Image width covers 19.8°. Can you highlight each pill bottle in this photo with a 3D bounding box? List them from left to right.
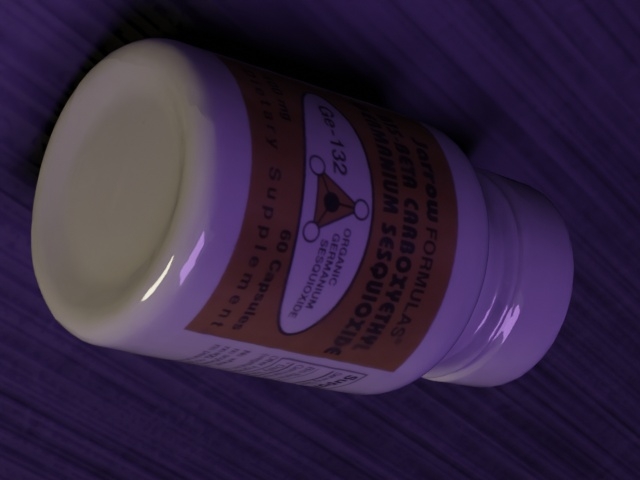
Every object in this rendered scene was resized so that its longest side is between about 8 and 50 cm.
[{"bbox_3d":[0.000,0.000,0.815,0.229,0.131,0.131,14,124,-39],"label":"pill bottle"}]
